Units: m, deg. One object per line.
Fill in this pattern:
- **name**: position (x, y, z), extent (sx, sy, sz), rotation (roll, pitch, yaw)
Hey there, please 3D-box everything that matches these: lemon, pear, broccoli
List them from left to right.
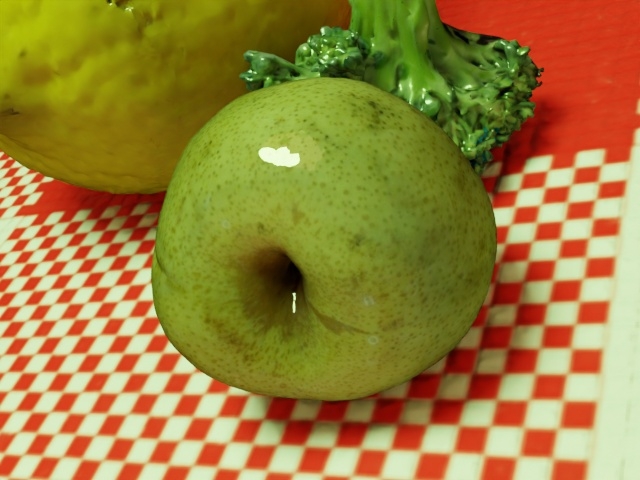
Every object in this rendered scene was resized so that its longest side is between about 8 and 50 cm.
- **lemon**: position (-0.128, -0.197, 0.652), extent (0.336, 0.336, 0.336), rotation (-18, 36, 14)
- **pear**: position (0.000, 0.000, 0.445), extent (0.167, 0.167, 0.136), rotation (-12, 26, 21)
- **broccoli**: position (0.045, -0.103, 0.540), extent (0.167, 0.160, 0.154), rotation (16, 34, 22)
